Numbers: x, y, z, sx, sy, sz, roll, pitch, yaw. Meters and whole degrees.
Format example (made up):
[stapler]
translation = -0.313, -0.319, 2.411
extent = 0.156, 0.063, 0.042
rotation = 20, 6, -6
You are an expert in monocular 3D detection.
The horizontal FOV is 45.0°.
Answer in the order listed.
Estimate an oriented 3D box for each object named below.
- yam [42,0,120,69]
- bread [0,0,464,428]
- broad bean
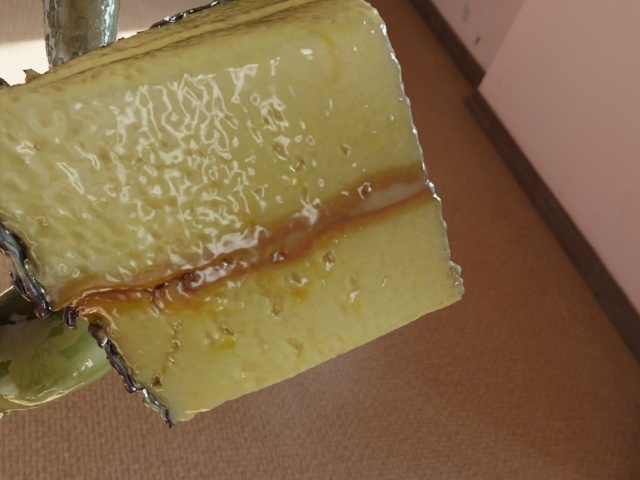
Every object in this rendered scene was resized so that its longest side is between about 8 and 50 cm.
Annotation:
[yam]
translation = -0.367, -0.393, 1.175
extent = 0.133, 0.330, 0.133
rotation = 3, 4, 0
[bread]
translation = -0.074, -0.036, 0.651
extent = 0.405, 0.346, 0.242
rotation = -24, 34, -21
[broad bean]
translation = -0.359, 0.125, 0.989
extent = 0.291, 0.119, 0.238
rotation = -37, 35, -31
